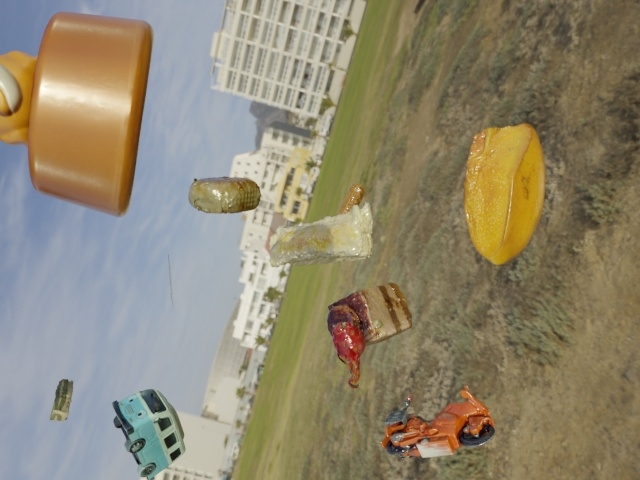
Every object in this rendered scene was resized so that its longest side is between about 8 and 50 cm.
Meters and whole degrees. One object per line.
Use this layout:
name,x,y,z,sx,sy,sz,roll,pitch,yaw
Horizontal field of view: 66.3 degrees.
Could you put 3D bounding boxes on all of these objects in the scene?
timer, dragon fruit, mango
timer,-0.193,-0.090,0.308,0.132,0.152,0.132,-172,90,-68
dragon fruit,0.084,0.313,1.363,0.094,0.094,0.190,-117,17,-84
mango,0.430,-0.112,1.141,0.201,0.199,0.350,118,158,-74

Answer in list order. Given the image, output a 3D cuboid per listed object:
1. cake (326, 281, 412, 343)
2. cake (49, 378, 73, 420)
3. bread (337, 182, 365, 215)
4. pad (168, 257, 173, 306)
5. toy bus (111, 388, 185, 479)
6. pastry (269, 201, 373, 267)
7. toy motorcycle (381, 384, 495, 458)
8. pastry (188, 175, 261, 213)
cake,0.162,0.269,1.744,0.199,0.293,0.196,-31,69,37
cake,-0.799,0.495,1.515,0.055,0.051,0.140,-61,29,23
bread,0.096,-0.111,1.569,0.044,0.052,0.157,-47,-17,-59
pad,-0.499,0.136,1.631,0.112,0.003,0.157,111,150,-58
toy bus,-0.507,0.569,1.470,0.133,0.165,0.271,35,140,40
pastry,0.001,0.005,1.096,0.089,0.258,0.121,41,-136,-44
toy motorcycle,0.331,0.511,1.355,0.221,0.326,0.147,-31,-81,-59
pastry,-0.265,-0.130,1.350,0.192,0.182,0.093,-19,-66,-56
